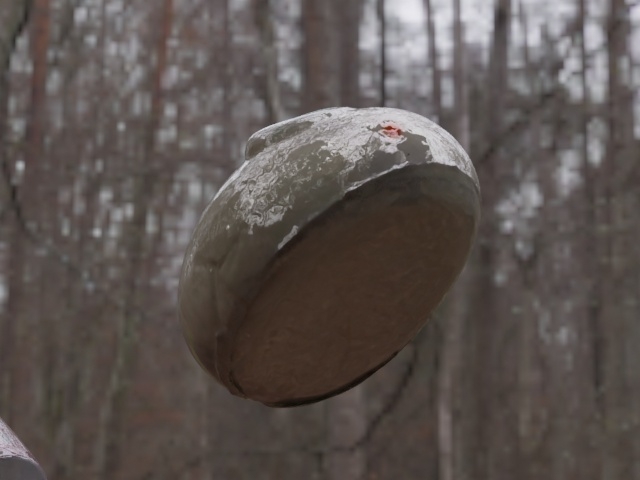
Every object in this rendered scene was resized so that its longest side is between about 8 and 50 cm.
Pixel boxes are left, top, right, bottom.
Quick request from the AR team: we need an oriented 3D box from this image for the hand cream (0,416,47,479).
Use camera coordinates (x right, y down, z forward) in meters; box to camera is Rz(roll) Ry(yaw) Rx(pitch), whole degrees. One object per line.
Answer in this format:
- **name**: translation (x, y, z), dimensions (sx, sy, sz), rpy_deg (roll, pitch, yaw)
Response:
- **hand cream**: translation (-0.168, 0.067, 0.718), dimensions (0.067, 0.043, 0.209), rpy_deg (-7, 28, -35)

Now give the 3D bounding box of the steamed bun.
- **steamed bun**: translation (0.000, 0.000, 1.158), dimensions (0.177, 0.131, 0.228), rpy_deg (20, -62, -46)
